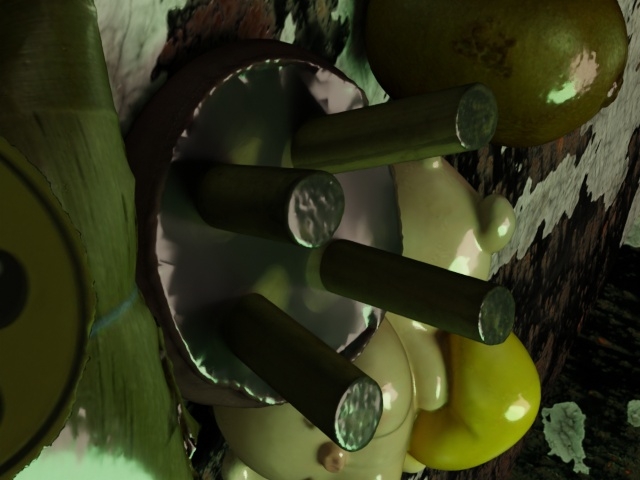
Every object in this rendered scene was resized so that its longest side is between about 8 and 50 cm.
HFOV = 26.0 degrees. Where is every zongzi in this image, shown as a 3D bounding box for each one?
[{"bbox_3d":[-0.208,-0.006,0.642,0.323,0.160,0.361,-2,90,-55],"label":"zongzi"}]

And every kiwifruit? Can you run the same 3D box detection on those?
[{"bbox_3d":[0.159,-0.179,1.227,0.196,0.234,0.196,-48,154,-33],"label":"kiwifruit"}]

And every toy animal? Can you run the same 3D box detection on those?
[{"bbox_3d":[0.034,0.097,1.191,0.246,0.277,0.345,-24,138,-44],"label":"toy animal"}]

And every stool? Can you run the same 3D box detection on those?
[{"bbox_3d":[0.000,0.000,0.965,0.272,0.178,0.272,-13,108,-44],"label":"stool"}]

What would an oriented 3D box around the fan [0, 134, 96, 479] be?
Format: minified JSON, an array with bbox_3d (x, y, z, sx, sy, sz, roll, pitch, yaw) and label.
[{"bbox_3d":[-0.204,0.047,0.538,0.011,0.229,0.335,-41,-149,46],"label":"fan"}]
